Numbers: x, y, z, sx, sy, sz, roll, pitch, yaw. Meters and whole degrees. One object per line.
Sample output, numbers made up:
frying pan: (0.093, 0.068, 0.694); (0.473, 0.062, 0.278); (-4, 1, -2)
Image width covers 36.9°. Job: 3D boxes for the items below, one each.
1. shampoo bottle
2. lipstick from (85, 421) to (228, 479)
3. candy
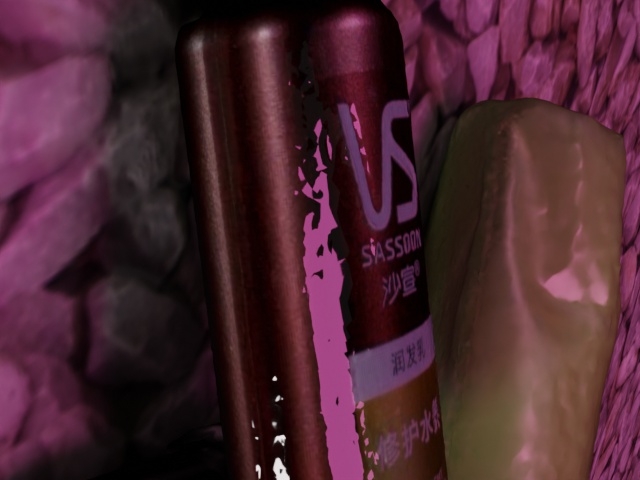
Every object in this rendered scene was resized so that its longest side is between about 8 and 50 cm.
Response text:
shampoo bottle: (0.000, 0.000, 0.399); (0.129, 0.084, 0.323); (-14, 100, -59)
lipstick: (-0.056, 0.130, 0.457); (0.300, 0.081, 0.081); (-1, 106, -61)
candy: (0.120, 0.083, 0.625); (0.132, 0.142, 0.343); (74, 28, -75)
